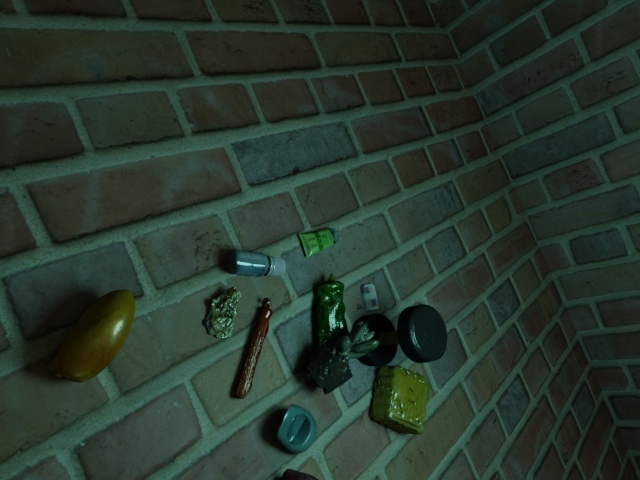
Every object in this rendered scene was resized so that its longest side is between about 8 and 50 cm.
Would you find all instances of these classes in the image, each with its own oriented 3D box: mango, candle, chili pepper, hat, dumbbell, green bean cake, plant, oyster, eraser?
[{"bbox_3d":[-0.563,0.235,1.117,0.126,0.153,0.252,43,66,-29],"label":"mango"},{"bbox_3d":[-0.211,0.348,1.429,0.051,0.048,0.329,23,61,-16],"label":"candle"},{"bbox_3d":[0.042,0.256,1.638,0.136,0.099,0.271,2,78,-12],"label":"chili pepper"},{"bbox_3d":[-0.092,0.602,1.422,0.191,0.077,0.138,54,55,-36],"label":"hat"},{"bbox_3d":[0.289,0.362,1.649,0.203,0.322,0.204,14,66,-35],"label":"dumbbell"},{"bbox_3d":[0.315,0.616,1.711,0.229,0.131,0.224,33,56,-27],"label":"green bean cake"},{"bbox_3d":[0.072,0.389,1.513,0.274,0.146,0.149,-40,137,-3],"label":"plant"},{"bbox_3d":[-0.309,0.225,1.389,0.108,0.053,0.166,14,73,-25],"label":"oyster"},{"bbox_3d":[0.203,0.236,1.821,0.065,0.026,0.105,-4,78,-38],"label":"eraser"}]

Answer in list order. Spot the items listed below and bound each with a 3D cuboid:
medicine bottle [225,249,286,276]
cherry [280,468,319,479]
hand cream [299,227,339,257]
[{"bbox_3d":[-0.216,0.082,1.490,0.203,0.083,0.084,10,69,-35],"label":"medicine bottle"},{"bbox_3d":[-0.042,0.832,1.301,0.230,0.203,0.300,-10,67,-39],"label":"cherry"},{"bbox_3d":[0.000,0.000,1.722,0.175,0.046,0.095,-18,89,-40],"label":"hand cream"}]
